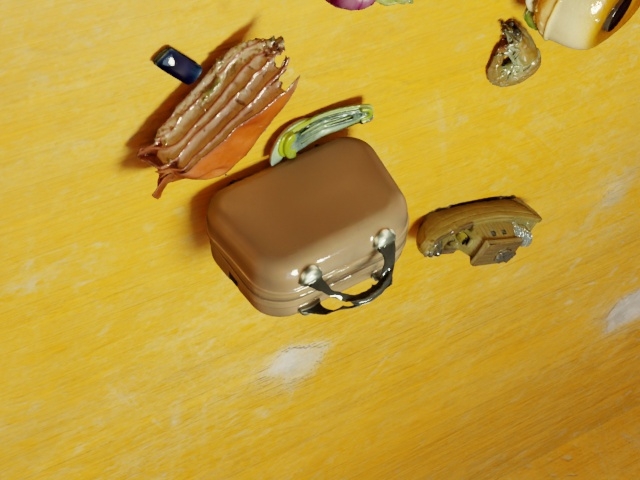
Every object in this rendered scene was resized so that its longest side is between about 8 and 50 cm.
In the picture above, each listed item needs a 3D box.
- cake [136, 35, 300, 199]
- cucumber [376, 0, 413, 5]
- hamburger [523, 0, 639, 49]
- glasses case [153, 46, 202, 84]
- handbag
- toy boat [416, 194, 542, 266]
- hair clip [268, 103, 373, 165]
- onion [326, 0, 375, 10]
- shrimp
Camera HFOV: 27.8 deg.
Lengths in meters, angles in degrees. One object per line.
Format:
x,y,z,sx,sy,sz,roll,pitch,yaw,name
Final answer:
-0.134,-0.173,1.816,0.287,0.098,0.135,-43,158,19,cake
0.111,-0.404,1.708,0.058,0.058,0.187,16,81,-55,cucumber
0.431,-0.409,2.060,0.237,0.147,0.237,-40,159,-18,hamburger
-0.190,-0.234,1.744,0.033,0.023,0.083,-42,151,14,glasses case
0.000,0.000,2.012,0.302,0.283,0.149,-25,146,-21,handbag
0.311,-0.009,2.505,0.321,0.121,0.089,-9,145,-41,toy boat
-0.001,-0.176,2.020,0.188,0.033,0.060,-24,145,-18,hair clip
0.043,-0.369,1.750,0.115,0.115,0.104,-33,-166,-8,onion
0.321,-0.316,2.184,0.099,0.041,0.180,-25,152,6,shrimp
